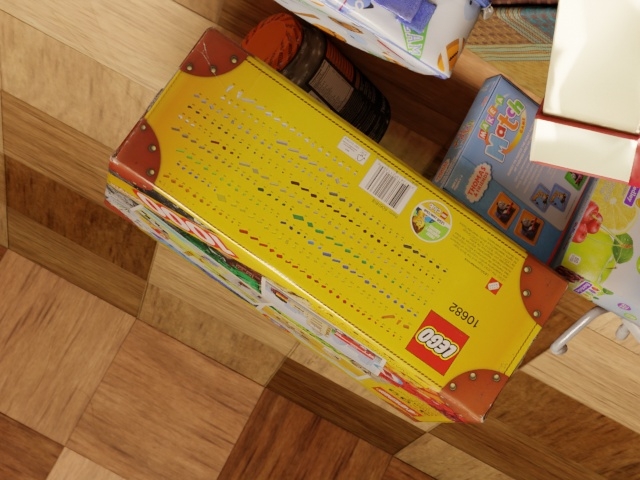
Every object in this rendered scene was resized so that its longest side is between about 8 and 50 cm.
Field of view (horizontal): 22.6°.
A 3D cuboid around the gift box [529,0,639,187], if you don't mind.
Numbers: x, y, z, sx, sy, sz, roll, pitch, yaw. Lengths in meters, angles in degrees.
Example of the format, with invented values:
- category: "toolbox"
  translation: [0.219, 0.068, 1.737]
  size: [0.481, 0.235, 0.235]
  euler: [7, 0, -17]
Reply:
- category: "gift box"
  translation: [0.321, -0.179, 1.255]
  size: [0.255, 0.276, 0.258]
  euler: [18, 131, 17]

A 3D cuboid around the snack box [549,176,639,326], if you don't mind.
- category: "snack box"
  translation: [0.389, 0.009, 1.836]
  size: [0.207, 0.175, 0.070]
  euler: [27, 163, -3]

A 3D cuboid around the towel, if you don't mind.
- category: "towel"
  translation: [0.309, -0.152, 1.610]
  size: [0.370, 0.040, 0.271]
  euler: [29, 171, -31]

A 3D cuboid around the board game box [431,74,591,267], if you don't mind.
- category: "board game box"
  translation: [0.243, -0.067, 1.862]
  size: [0.211, 0.160, 0.039]
  euler: [36, 161, -22]

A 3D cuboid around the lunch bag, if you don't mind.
- category: "lunch bag"
  translation: [0.014, -0.257, 1.467]
  size: [0.303, 0.115, 0.243]
  euler: [28, -176, -10]

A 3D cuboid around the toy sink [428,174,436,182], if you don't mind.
- category: "toy sink"
  translation: [0.146, 0.056, 2.200]
  size: [0.131, 0.234, 0.153]
  euler: [28, 160, 0]

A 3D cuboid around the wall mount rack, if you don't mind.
- category: "wall mount rack"
  translation: [0.453, 0.180, 2.131]
  size: [0.350, 0.130, 0.304]
  euler: [53, -154, 18]

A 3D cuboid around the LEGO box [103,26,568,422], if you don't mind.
- category: "LEGO box"
  translation: [0.000, 0.000, 1.908]
  size: [0.500, 0.193, 0.372]
  euler: [35, 170, -3]

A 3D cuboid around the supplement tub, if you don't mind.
- category: "supplement tub"
  translation: [-0.010, -0.186, 1.969]
  size: [0.117, 0.117, 0.190]
  euler: [5, 150, 49]
